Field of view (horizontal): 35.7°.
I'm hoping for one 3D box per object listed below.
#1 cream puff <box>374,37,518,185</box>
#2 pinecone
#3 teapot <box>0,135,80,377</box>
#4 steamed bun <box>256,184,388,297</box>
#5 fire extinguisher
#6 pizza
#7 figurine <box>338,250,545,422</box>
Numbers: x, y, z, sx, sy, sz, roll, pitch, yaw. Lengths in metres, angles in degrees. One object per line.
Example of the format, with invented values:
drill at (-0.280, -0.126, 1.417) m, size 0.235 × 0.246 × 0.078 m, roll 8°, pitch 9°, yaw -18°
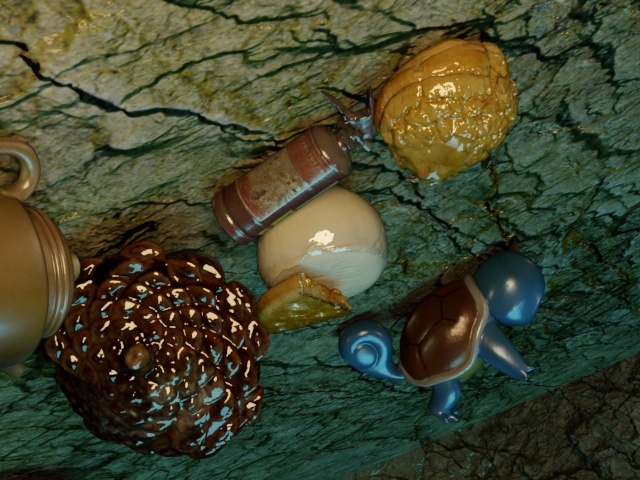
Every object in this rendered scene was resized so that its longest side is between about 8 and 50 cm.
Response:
cream puff at (0.151, -0.145, 1.180) m, size 0.189 × 0.129 × 0.189 m, roll -20°, pitch 154°, yaw -10°
pinecone at (-0.205, 0.140, 1.270) m, size 0.242 × 0.298 × 0.296 m, roll -60°, pitch -178°, yaw -26°
teapot at (-0.326, 0.024, 1.001) m, size 0.175 × 0.186 × 0.267 m, roll -10°, pitch 118°, yaw -45°
steamed bun at (0.000, 0.000, 1.337) m, size 0.177 × 0.130 × 0.228 m, roll -16°, pitch 159°, yaw 6°
fire extinguisher at (-0.022, -0.091, 1.184) m, size 0.252 × 0.075 × 0.106 m, roll -33°, pitch 156°, yaw 19°
pizza at (-0.022, 0.081, 1.296) m, size 0.131 × 0.041 × 0.178 m, roll -5°, pitch 157°, yaw -7°
figurine at (0.255, 0.184, 1.946) m, size 0.417 × 0.243 × 0.298 m, roll -25°, pitch -159°, yaw 7°
